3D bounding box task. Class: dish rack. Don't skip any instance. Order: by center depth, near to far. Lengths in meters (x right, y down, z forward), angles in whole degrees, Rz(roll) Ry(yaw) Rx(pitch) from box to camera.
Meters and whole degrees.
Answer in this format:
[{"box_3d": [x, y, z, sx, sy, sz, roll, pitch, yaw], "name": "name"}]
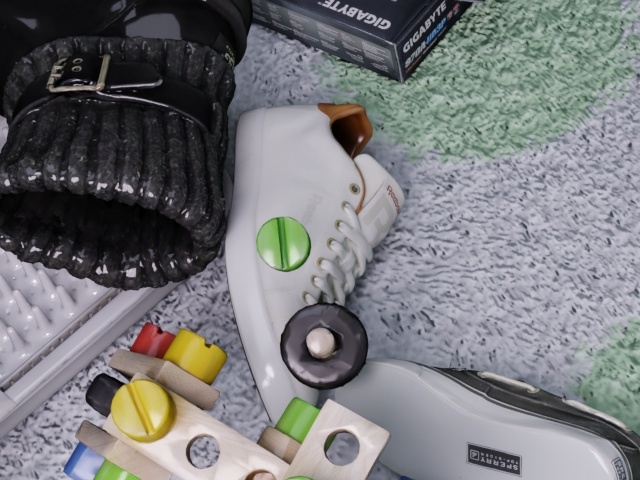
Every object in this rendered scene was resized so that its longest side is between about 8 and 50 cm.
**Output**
[{"box_3d": [-0.250, 0.018, 1.269, 0.333, 0.072, 0.285, -42, 53, -18], "name": "dish rack"}]

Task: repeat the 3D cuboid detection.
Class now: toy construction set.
[{"box_3d": [-0.078, 0.161, 0.967, 0.309, 0.237, 0.257, -34, 82, -2], "name": "toy construction set"}]

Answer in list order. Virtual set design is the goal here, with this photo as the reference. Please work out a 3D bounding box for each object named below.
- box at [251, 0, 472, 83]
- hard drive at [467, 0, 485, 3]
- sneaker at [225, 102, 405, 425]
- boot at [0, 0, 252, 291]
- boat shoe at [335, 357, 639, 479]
[{"box_3d": [0.031, -0.243, 1.412, 0.220, 0.051, 0.175, 26, 63, 30], "name": "box"}, {"box_3d": [0.084, -0.244, 1.350, 0.135, 0.022, 0.094, 12, 57, 21], "name": "hard drive"}, {"box_3d": [0.000, 0.000, 1.193, 0.123, 0.106, 0.290, -10, 49, 10], "name": "sneaker"}, {"box_3d": [-0.225, -0.094, 1.223, 0.348, 0.131, 0.260, -1, 52, 13], "name": "boot"}, {"box_3d": [0.113, 0.127, 1.093, 0.219, 0.078, 0.070, 18, 25, 30], "name": "boat shoe"}]
